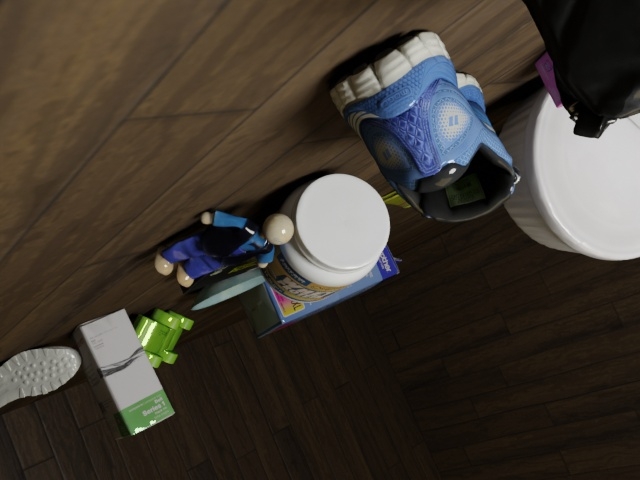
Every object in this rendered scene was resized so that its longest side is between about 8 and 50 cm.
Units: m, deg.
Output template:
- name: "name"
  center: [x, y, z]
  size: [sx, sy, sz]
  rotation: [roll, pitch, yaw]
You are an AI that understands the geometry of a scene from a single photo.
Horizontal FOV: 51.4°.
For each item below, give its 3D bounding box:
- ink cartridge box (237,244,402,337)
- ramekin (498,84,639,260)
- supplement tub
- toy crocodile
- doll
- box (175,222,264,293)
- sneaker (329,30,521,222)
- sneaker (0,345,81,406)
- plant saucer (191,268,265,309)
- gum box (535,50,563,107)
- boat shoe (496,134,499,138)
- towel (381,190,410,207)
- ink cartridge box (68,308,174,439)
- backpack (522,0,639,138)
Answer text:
- name: "ink cartridge box"
  center: [0.012, 0.094, 1.696]
  size: [0.395, 0.151, 0.270]
  rotation: [-23, 174, -23]
- name: "ramekin"
  center: [0.366, -0.105, 0.915]
  size: [0.272, 0.273, 0.127]
  rotation: [-22, -176, -20]
- name: "supplement tub"
  center: [0.000, 0.000, 0.900]
  size: [0.144, 0.144, 0.199]
  rotation: [-22, 173, -21]
- name: "toy crocodile"
  center: [-0.365, 0.207, 1.474]
  size: [0.340, 0.105, 0.115]
  rotation: [88, 26, -82]
- name: "doll"
  center: [-0.111, 0.007, 0.821]
  size: [0.189, 0.046, 0.129]
  rotation: [-21, 141, 30]
- name: "box"
  center: [-0.117, 0.018, 1.068]
  size: [0.190, 0.045, 0.184]
  rotation: [-19, 169, -33]
- name: "sneaker"
  center: [0.113, -0.082, 0.646]
  size: [0.129, 0.147, 0.330]
  rotation: [-27, 174, 21]
- name: "sneaker"
  center: [-0.559, 0.252, 1.258]
  size: [0.235, 0.090, 0.095]
  rotation: [-21, -174, 3]
- name: "plant saucer"
  center: [-0.194, 0.095, 1.434]
  size: [0.194, 0.037, 0.195]
  rotation: [-23, 174, -3]
- name: "gum box"
  center: [0.350, -0.223, 0.733]
  size: [0.188, 0.062, 0.107]
  rotation: [-23, 174, -8]
- name: "boat shoe"
  center: [0.232, -0.110, 1.126]
  size: [0.068, 0.081, 0.228]
  rotation: [-17, 169, -23]
- name: "towel"
  center: [0.194, -0.095, 1.378]
  size: [0.102, 0.021, 0.237]
  rotation: [-27, 173, 17]
- name: "ink cartridge box"
  center: [-0.380, 0.254, 1.257]
  size: [0.092, 0.219, 0.160]
  rotation: [-24, 175, -32]
- name: "backpack"
  center: [0.170, -0.150, 0.346]
  size: [0.115, 0.152, 0.182]
  rotation: [-18, -169, 41]
